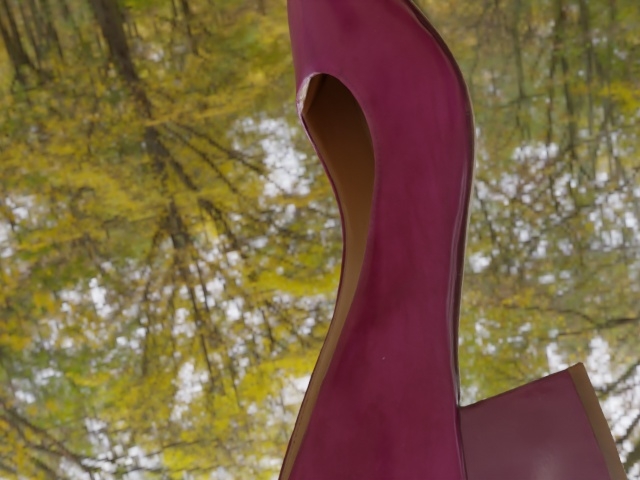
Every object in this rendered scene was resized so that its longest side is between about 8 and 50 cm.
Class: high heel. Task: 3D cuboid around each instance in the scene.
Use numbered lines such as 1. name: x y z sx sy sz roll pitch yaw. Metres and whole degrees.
1. high heel: 0.000 0.000 0.522 0.181 0.127 0.377 -15 -120 -12
